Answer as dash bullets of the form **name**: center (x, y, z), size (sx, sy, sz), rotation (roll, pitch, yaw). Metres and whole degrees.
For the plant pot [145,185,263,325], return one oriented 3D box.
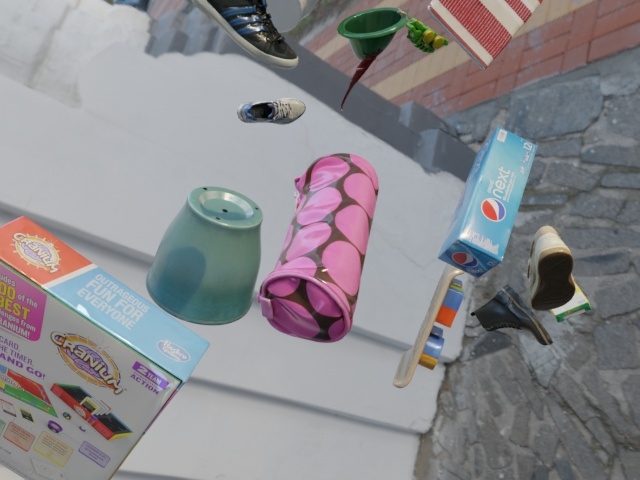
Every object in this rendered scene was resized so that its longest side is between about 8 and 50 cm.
- **plant pot**: center (-0.259, 0.021, 1.230), size (0.272, 0.271, 0.255), rotation (-114, 41, -52)

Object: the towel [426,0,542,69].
- **towel**: center (0.466, -0.664, 1.369), size (0.329, 0.237, 0.037), rotation (-50, 13, 0)

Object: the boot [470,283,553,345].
- **boot**: center (0.521, 0.234, 1.388), size (0.137, 0.077, 0.198), rotation (-38, 45, 10)

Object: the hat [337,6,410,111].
- **hat**: center (0.135, -0.480, 1.325), size (0.208, 0.184, 0.173), rotation (-10, 42, 6)

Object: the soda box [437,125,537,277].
- **soda box**: center (0.240, -0.057, 0.726), size (0.210, 0.067, 0.071), rotation (-62, -2, -25)

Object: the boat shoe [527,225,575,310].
- **boat shoe**: center (0.585, 0.080, 1.302), size (0.109, 0.302, 0.098), rotation (-12, 51, 14)

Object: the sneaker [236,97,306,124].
- **sneaker**: center (-0.089, -0.246, 0.975), size (0.058, 0.135, 0.052), rotation (-151, 51, -67)

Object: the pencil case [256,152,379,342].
- **pencil case**: center (0.000, 0.000, 0.510), size (0.209, 0.098, 0.095), rotation (-73, -10, -49)

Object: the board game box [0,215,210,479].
- **board game box**: center (-0.304, 0.163, 0.585), size (0.317, 0.242, 0.064), rotation (-51, 6, 29)

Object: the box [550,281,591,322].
- **box**: center (0.739, 0.161, 1.564), size (0.105, 0.043, 0.179), rotation (-27, 34, 16)

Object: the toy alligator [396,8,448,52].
- **toy alligator**: center (0.227, -0.477, 1.179), size (0.051, 0.189, 0.056), rotation (-54, 48, 27)

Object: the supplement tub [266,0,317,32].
- **supplement tub**: center (-0.086, -0.772, 1.416), size (0.235, 0.235, 0.325), rotation (-15, 46, 54)

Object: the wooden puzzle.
- **wooden puzzle**: center (0.320, 0.222, 1.399), size (0.348, 0.080, 0.322), rotation (-66, -11, 9)

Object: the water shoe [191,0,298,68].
- **water shoe**: center (-0.109, -0.345, 0.772), size (0.080, 0.203, 0.073), rotation (-48, 11, 32)
